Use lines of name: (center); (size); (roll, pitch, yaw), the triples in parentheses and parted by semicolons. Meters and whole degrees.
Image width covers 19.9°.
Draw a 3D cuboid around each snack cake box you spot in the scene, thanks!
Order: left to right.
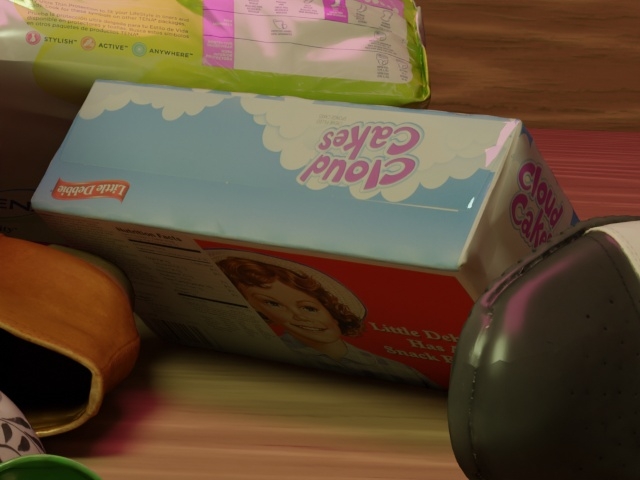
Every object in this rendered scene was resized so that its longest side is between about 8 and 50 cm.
snack cake box: (0.000, 0.000, 0.957); (0.264, 0.089, 0.152); (8, -28, 32)

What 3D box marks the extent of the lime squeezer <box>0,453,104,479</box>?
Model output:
lime squeezer: (-0.060, 0.092, 0.539); (0.310, 0.059, 0.110); (11, -22, 18)

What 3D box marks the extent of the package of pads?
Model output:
package of pads: (-0.095, -0.066, 1.108); (0.297, 0.101, 0.229); (4, -37, -10)

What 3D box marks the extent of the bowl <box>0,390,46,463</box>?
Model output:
bowl: (-0.169, 0.076, 0.647); (0.170, 0.080, 0.170); (2, 8, 0)

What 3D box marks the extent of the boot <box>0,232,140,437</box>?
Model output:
boot: (-0.234, 0.029, 0.873); (0.295, 0.104, 0.211); (7, 8, 1)

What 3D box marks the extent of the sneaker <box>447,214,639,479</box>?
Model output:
sneaker: (0.209, 0.054, 0.759); (0.331, 0.122, 0.146); (-3, 8, -33)
